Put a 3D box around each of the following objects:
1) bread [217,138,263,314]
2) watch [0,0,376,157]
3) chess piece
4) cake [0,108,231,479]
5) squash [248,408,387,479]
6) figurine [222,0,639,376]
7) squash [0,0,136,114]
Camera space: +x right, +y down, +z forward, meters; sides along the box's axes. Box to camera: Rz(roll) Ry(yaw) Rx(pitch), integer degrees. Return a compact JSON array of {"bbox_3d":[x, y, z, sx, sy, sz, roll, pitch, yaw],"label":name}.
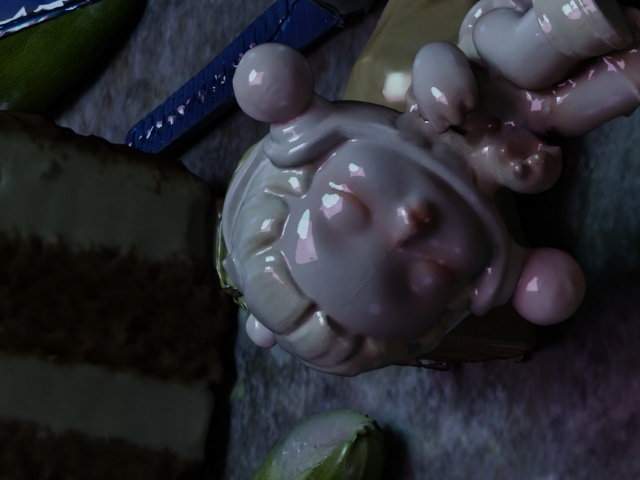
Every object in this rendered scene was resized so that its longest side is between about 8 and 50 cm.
[{"bbox_3d":[0.000,0.000,1.199,0.156,0.064,0.118,32,112,51],"label":"bread"},{"bbox_3d":[-0.084,-0.130,1.278,0.274,0.276,0.068,-22,68,21],"label":"watch"},{"bbox_3d":[0.066,-0.083,1.086,0.137,0.137,0.301,-10,71,52],"label":"chess piece"},{"bbox_3d":[-0.236,0.075,1.320,0.255,0.282,0.290,-13,69,49],"label":"cake"},{"bbox_3d":[-0.032,0.184,1.193,0.239,0.069,0.069,-53,44,33],"label":"squash"},{"bbox_3d":[0.041,-0.039,0.931,0.257,0.182,0.144,-45,40,13],"label":"figurine"},{"bbox_3d":[-0.225,-0.144,1.532,0.318,0.071,0.080,-39,51,42],"label":"squash"}]
